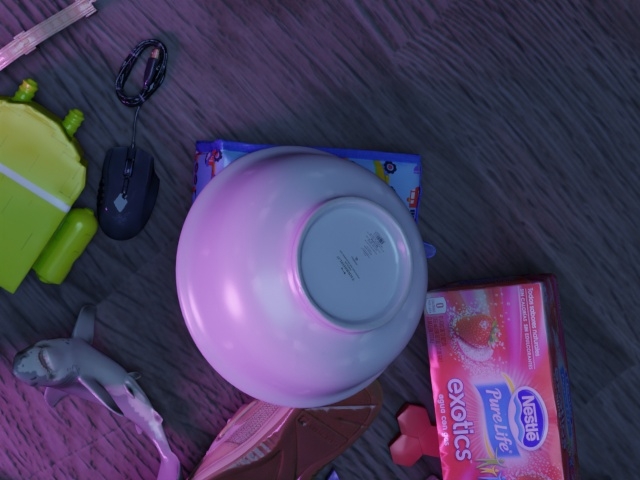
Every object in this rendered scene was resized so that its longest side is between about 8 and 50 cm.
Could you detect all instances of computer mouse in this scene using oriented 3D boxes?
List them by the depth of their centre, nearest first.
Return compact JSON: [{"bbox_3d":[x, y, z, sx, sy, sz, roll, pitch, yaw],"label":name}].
[{"bbox_3d":[-0.219,-0.118,1.529,0.071,0.041,0.242,8,95,-7],"label":"computer mouse"}]

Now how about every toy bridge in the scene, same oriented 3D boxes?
[{"bbox_3d":[-0.336,-0.226,1.490,0.188,0.063,0.026,-34,99,-2],"label":"toy bridge"}]

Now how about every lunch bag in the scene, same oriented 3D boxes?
[{"bbox_3d":[0.000,0.000,1.537,0.293,0.138,0.221,3,93,-17],"label":"lunch bag"}]

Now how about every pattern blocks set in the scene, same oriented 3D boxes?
[{"bbox_3d":[0.130,0.397,1.638,0.285,0.026,0.325,-42,100,-1],"label":"pattern blocks set"}]

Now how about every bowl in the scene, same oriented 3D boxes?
[{"bbox_3d":[0.006,0.032,1.392,0.298,0.134,0.298,4,82,-27],"label":"bowl"}]

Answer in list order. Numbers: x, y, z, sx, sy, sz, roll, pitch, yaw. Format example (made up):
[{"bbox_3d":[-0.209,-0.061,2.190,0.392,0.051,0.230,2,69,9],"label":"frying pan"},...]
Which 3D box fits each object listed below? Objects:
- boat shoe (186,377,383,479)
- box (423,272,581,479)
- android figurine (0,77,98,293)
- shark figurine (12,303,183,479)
[{"bbox_3d":[-0.064,0.254,1.557,0.341,0.110,0.121,-42,115,10],"label":"boat shoe"},{"bbox_3d":[0.219,0.195,1.531,0.142,0.154,0.300,-6,90,17],"label":"box"},{"bbox_3d":[-0.378,-0.055,1.499,0.248,0.056,0.273,31,98,-11],"label":"android figurine"},{"bbox_3d":[-0.267,0.197,1.546,0.116,0.166,0.278,-31,119,22],"label":"shark figurine"}]
